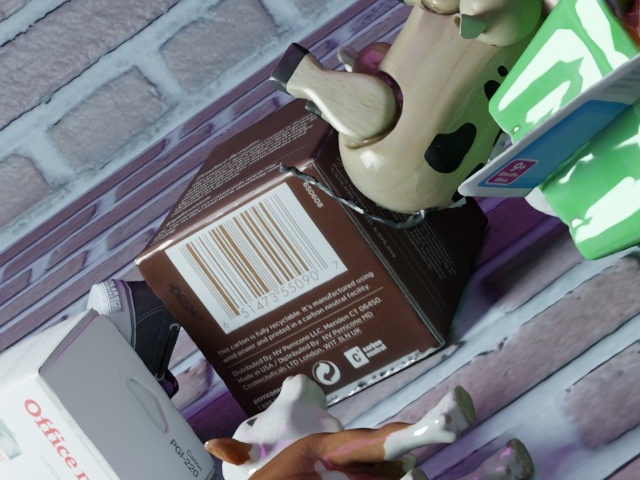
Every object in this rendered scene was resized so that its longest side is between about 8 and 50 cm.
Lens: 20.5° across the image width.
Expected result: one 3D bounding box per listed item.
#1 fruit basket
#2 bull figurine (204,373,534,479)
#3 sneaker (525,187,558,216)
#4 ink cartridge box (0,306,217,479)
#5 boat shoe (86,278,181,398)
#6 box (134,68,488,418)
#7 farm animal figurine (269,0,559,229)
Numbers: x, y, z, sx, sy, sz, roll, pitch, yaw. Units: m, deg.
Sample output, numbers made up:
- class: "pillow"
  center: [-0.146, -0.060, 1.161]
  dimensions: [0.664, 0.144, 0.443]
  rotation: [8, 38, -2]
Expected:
- class: "fruit basket"
  center: [0.281, -0.121, 0.941]
  dimensions: [0.353, 0.165, 0.327]
  rotation: [-32, -10, 34]
- class: "bull figurine"
  center: [0.004, 0.157, 0.947]
  dimensions: [0.188, 0.101, 0.310]
  rotation: [-28, 16, 23]
- class: "sneaker"
  center: [0.229, -0.086, 1.265]
  dimensions: [0.232, 0.090, 0.115]
  rotation: [-33, 5, -16]
- class: "ink cartridge box"
  center: [-0.207, 0.164, 1.289]
  dimensions: [0.218, 0.159, 0.092]
  rotation: [-26, 16, 34]
- class: "boat shoe"
  center: [-0.144, 0.111, 1.358]
  dimensions: [0.076, 0.228, 0.080]
  rotation: [-6, 45, -19]
- class: "box"
  center: [0.000, 0.000, 1.315]
  dimensions: [0.168, 0.167, 0.203]
  rotation: [-29, 16, 27]
- class: "farm animal figurine"
  center: [0.103, -0.149, 1.086]
  dimensions: [0.330, 0.172, 0.327]
  rotation: [-4, -54, -61]
